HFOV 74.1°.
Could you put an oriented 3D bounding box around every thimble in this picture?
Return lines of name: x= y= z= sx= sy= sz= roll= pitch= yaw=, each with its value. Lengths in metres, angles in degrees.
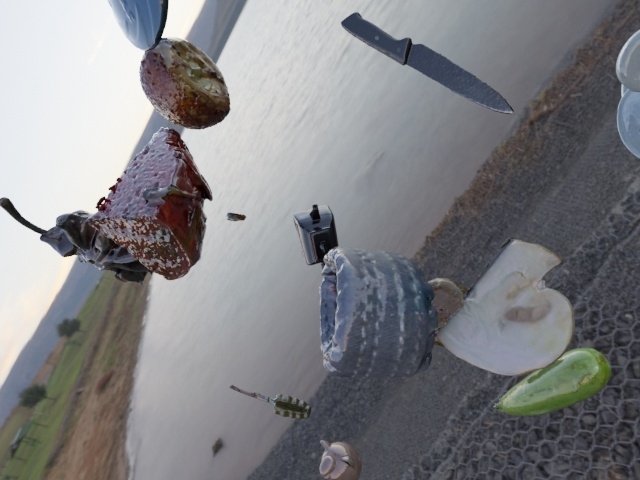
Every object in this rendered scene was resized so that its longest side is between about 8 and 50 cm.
thimble: x=0.089 y=0.122 z=0.733 sx=0.236 sy=0.172 sz=0.205 roll=-109 pitch=27 yaw=-67

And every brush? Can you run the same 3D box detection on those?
brush: x=-0.181 y=0.570 z=1.506 sx=0.084 sy=0.301 sz=0.071 roll=107 pitch=-179 yaw=-67

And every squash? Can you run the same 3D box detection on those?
squash: x=0.618 y=0.408 z=1.154 sx=0.118 sy=0.118 sz=0.370 roll=-89 pitch=23 yaw=-44

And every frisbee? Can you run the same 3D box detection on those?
frisbee: x=-0.358 y=-0.495 z=0.759 sx=0.289 sy=0.049 sz=0.289 roll=27 pitch=128 yaw=41

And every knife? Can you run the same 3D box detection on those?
knife: x=0.090 y=-0.153 z=0.364 sx=0.023 sy=0.170 sz=0.010 roll=-58 pitch=-11 yaw=17

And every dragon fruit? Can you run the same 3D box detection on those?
dragon fruit: x=-0.348 y=-0.110 z=0.902 sx=0.302 sy=0.240 sz=0.330 roll=-31 pitch=55 yaw=53

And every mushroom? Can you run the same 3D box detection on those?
mushroom: x=0.349 y=0.136 z=0.739 sx=0.173 sy=0.162 sz=0.236 roll=41 pitch=97 yaw=34

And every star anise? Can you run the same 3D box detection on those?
star anise: x=-0.552 y=-0.008 z=1.070 sx=0.316 sy=0.359 sz=0.139 roll=-6 pitch=53 yaw=14

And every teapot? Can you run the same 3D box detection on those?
teapot: x=0.000 y=0.000 z=0.921 sx=0.096 sy=0.087 sz=0.177 roll=-124 pitch=21 yaw=-65

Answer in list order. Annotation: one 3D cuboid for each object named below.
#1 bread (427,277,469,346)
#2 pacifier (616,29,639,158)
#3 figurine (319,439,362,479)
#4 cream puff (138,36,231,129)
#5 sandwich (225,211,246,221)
bread: x=0.417 y=0.241 z=1.413 sx=0.230 sy=0.123 sz=0.230 roll=-2 pitch=86 yaw=32
pacifier: x=0.532 y=-0.261 z=0.647 sx=0.227 sy=0.207 sz=0.279 roll=-121 pitch=37 yaw=-54
figurine: x=0.056 y=0.644 z=1.217 sx=0.125 sy=0.138 sz=0.125 roll=-16 pitch=30 yaw=9
cream puff: x=-0.339 y=-0.383 z=1.051 sx=0.164 sy=0.240 sz=0.240 roll=-26 pitch=42 yaw=34
sandwich: x=-0.304 y=-0.083 z=1.511 sx=0.101 sy=0.069 sz=0.026 roll=3 pitch=83 yaw=65
